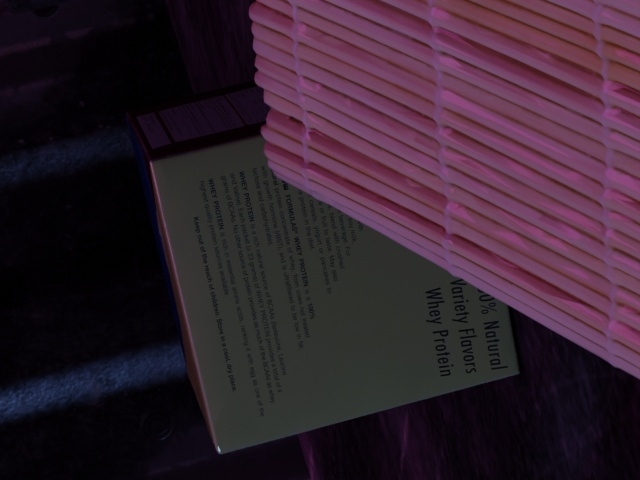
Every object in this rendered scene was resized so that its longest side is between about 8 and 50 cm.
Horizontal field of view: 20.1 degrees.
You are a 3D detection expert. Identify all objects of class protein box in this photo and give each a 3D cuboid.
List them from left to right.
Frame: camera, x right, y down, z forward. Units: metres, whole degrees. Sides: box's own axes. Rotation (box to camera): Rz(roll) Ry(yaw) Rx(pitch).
[{"bbox_3d":[0.000,0.000,1.161,0.136,0.201,0.200,-125,21,-69],"label":"protein box"}]

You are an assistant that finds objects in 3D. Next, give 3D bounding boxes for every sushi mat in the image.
[{"bbox_3d":[0.069,-0.029,0.442,0.316,0.019,0.151,31,142,46],"label":"sushi mat"}]
